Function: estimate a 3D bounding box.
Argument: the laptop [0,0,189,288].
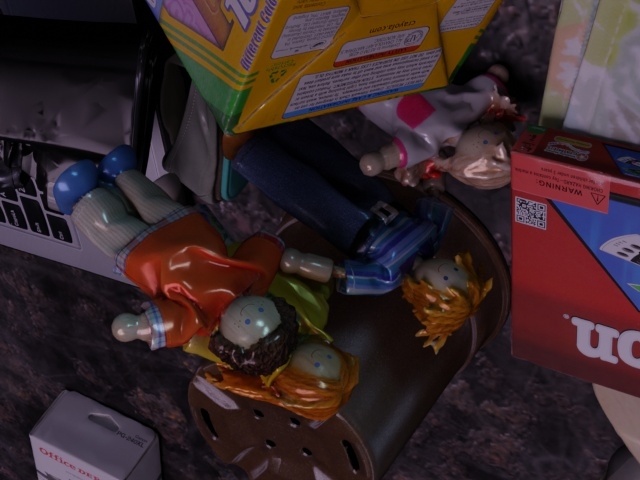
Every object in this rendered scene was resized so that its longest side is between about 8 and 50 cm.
[{"bbox_3d":[-0.331,-0.077,0.772,0.408,0.236,0.382,16,136,23],"label":"laptop"}]

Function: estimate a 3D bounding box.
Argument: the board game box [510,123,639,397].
[{"bbox_3d":[0.221,0.040,0.524,0.281,0.027,0.145,16,139,25],"label":"board game box"}]

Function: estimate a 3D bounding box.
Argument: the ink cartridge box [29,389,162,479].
[{"bbox_3d":[-0.212,0.228,1.114,0.109,0.063,0.150,22,138,17],"label":"ink cartridge box"}]

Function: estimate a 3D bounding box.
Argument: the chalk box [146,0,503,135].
[{"bbox_3d":[-0.019,-0.175,0.508,0.213,0.132,0.132,60,146,23],"label":"chalk box"}]

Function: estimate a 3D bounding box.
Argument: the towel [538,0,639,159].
[{"bbox_3d":[0.273,-0.056,0.484,0.374,0.090,0.320,20,141,18],"label":"towel"}]

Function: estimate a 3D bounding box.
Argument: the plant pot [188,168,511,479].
[{"bbox_3d":[0.013,0.066,0.721,0.167,0.165,0.167,19,137,19],"label":"plant pot"}]

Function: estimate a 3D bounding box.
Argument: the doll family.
[{"bbox_3d":[0.000,0.000,0.606,0.163,0.263,0.118,41,149,20],"label":"doll family"}]

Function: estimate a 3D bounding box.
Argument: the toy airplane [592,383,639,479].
[{"bbox_3d":[0.314,0.263,0.659,0.384,0.272,0.386,9,101,12],"label":"toy airplane"}]

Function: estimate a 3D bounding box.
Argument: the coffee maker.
[{"bbox_3d":[-0.185,-0.095,0.670,0.178,0.120,0.171,4,130,-6],"label":"coffee maker"}]

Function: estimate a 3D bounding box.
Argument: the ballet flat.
[{"bbox_3d":[-0.061,-0.104,0.683,0.068,0.072,0.213,33,141,11],"label":"ballet flat"}]
